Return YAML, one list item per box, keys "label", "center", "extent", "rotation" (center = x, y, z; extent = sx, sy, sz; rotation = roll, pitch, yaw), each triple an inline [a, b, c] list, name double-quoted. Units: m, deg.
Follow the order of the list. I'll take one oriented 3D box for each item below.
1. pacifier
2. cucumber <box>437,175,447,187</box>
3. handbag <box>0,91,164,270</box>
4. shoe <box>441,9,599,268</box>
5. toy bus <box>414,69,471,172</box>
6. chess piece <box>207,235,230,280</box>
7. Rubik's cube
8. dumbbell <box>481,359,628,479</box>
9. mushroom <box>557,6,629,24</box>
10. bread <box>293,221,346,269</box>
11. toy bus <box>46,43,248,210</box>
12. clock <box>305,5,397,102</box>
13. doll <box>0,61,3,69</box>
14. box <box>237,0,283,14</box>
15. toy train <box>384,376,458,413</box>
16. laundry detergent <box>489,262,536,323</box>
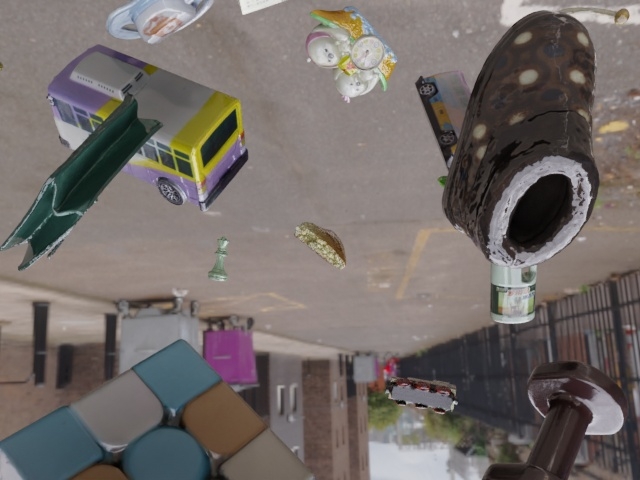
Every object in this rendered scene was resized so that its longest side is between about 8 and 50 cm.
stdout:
- label: "pacifier"
  center: [-0.382, -0.581, 1.486]
  extent: [0.279, 0.207, 0.227]
  rotation: [-25, -177, 27]
- label: "cucumber"
  center: [0.363, -0.138, 1.576]
  extent: [0.155, 0.037, 0.037]
  rotation: [5, 172, 24]
- label: "handbag"
  center: [-0.424, -0.108, 1.154]
  extent: [0.089, 0.326, 0.238]
  rotation: [40, 127, -19]
- label: "shoe"
  center: [0.328, -0.150, 0.974]
  extent: [0.171, 0.384, 0.237]
  rotation: [14, -162, -19]
- label: "toy bus"
  center: [0.440, -0.378, 2.071]
  extent: [0.162, 0.386, 0.171]
  rotation: [-19, 145, 10]
- label: "chess piece"
  center: [-0.209, 0.037, 1.340]
  extent: [0.042, 0.093, 0.042]
  rotation: [10, -178, 0]
- label: "Rubik's cube"
  center: [-0.270, 0.439, 1.035]
  extent: [0.344, 0.346, 0.347]
  rotation: [-28, 150, -41]
- label: "dumbbell"
  center: [0.318, 0.280, 0.864]
  extent: [0.140, 0.124, 0.225]
  rotation: [-23, -159, 50]
- label: "mushroom"
  center: [0.692, -0.605, 1.768]
  extent: [0.043, 0.068, 0.306]
  rotation: [-7, -170, -44]
- label: "bread"
  center: [0.019, 0.016, 1.546]
  extent: [0.054, 0.136, 0.154]
  rotation: [-51, 149, 20]
- label: "toy bus"
  center: [-0.411, -0.278, 1.506]
  extent: [0.439, 0.209, 0.249]
  rotation: [24, 148, 15]
- label: "clock"
  center: [0.058, -0.382, 1.311]
  extent: [0.144, 0.103, 0.231]
  rotation: [-41, 120, 12]
- label: "doll"
  center: [-0.741, -0.316, 1.357]
  extent: [0.137, 0.097, 0.209]
  rotation: [-27, -152, 7]
- label: "box"
  center: [-0.082, -0.619, 1.415]
  extent: [0.256, 0.164, 0.069]
  rotation: [-21, 160, -5]
- label: "toy train"
  center: [0.195, 0.293, 1.235]
  extent: [0.137, 0.050, 0.087]
  rotation: [8, 180, 9]
- label: "laundry detergent"
  center: [0.425, 0.069, 1.409]
  extent: [0.099, 0.226, 0.070]
  rotation: [0, -161, 12]
